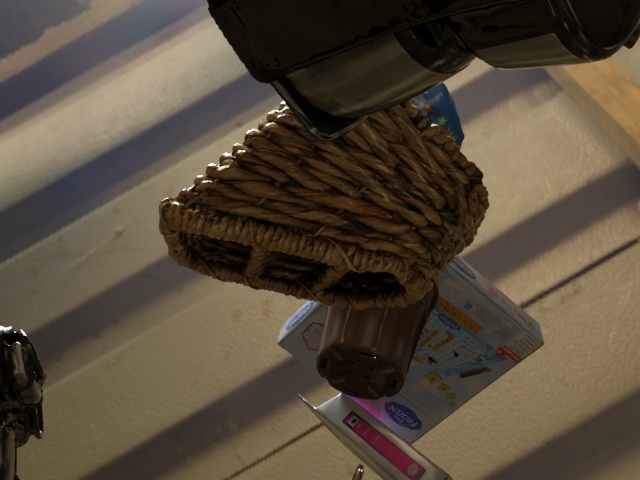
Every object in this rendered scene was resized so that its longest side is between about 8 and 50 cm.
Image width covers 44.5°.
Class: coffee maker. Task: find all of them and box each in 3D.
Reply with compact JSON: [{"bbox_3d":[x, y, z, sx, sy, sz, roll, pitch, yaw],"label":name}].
[{"bbox_3d":[0.030,-0.135,0.354,0.178,0.171,0.120,-8,-120,52],"label":"coffee maker"}]

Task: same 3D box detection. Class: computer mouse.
[{"bbox_3d":[-0.246,0.209,0.546,0.072,0.188,0.272,21,-122,-5],"label":"computer mouse"}]

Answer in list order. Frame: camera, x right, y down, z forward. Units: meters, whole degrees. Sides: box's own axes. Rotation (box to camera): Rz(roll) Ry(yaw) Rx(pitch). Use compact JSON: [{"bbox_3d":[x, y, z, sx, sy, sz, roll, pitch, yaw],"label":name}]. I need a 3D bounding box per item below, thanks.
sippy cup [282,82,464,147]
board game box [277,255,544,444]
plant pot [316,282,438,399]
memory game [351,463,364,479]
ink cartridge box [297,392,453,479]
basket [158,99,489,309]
[{"bbox_3d":[0.090,-0.163,1.216,0.224,0.240,0.305,-27,-92,-5],"label":"sippy cup"},{"bbox_3d":[0.148,0.158,1.326,0.318,0.319,0.066,-44,-165,25],"label":"board game box"},{"bbox_3d":[0.073,0.126,1.122,0.167,0.167,0.165,0,-136,22],"label":"plant pot"},{"bbox_3d":[0.038,0.440,1.217,0.012,0.186,0.186,16,-111,4],"label":"memory game"},{"bbox_3d":[0.114,0.367,1.313,0.069,0.175,0.371,-46,-146,-14],"label":"ink cartridge box"},{"bbox_3d":[0.000,0.000,0.748,0.213,0.299,0.223,46,-103,0],"label":"basket"}]
